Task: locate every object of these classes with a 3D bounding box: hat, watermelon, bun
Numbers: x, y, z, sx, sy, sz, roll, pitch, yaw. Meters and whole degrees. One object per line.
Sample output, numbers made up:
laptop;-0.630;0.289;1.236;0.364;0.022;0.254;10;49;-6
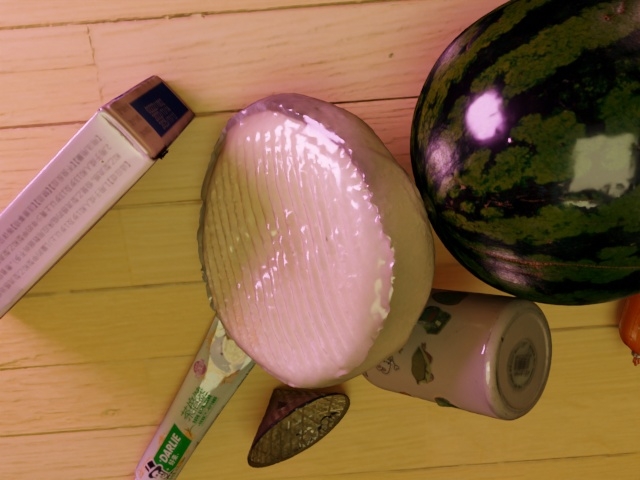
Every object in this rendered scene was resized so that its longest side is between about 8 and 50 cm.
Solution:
hat;-0.042;0.211;0.870;0.146;0.067;0.146;-27;148;-18
watermelon;0.222;-0.083;0.630;0.285;0.285;0.285;-1;113;-1
bun;0.000;0.000;0.691;0.146;0.287;0.287;-5;120;-44

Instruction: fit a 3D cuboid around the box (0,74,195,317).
box;-0.274;-0.011;0.693;0.343;0.200;0.065;-42;105;14

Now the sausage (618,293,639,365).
sausage;0.399;0.042;0.803;0.071;0.071;0.234;7;112;-5

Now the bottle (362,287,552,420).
bottle;0.103;0.105;0.740;0.120;0.253;0.120;-4;96;-43

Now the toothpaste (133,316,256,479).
toothpaste;-0.157;0.213;0.873;0.058;0.056;0.314;12;115;-50
